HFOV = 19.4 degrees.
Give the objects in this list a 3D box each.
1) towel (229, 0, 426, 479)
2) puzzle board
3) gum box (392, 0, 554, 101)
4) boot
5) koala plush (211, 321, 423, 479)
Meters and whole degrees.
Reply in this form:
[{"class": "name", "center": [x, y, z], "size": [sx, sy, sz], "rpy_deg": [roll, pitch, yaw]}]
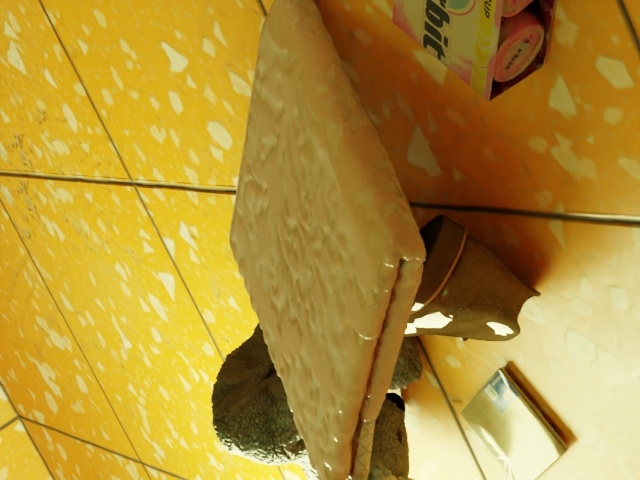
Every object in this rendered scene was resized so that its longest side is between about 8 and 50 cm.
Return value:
[{"class": "towel", "center": [0.000, 0.000, 1.619], "size": [0.317, 0.053, 0.332], "rpy_deg": [102, 154, -44]}, {"class": "puzzle board", "center": [0.182, 0.177, 1.751], "size": [0.096, 0.011, 0.128], "rpy_deg": [52, 155, 12]}, {"class": "gum box", "center": [0.114, -0.205, 1.338], "size": [0.107, 0.062, 0.188], "rpy_deg": [43, 153, 27]}, {"class": "boot", "center": [0.099, 0.060, 1.659], "size": [0.115, 0.112, 0.305], "rpy_deg": [28, 167, -9]}, {"class": "koala plush", "center": [0.014, 0.192, 1.894], "size": [0.196, 0.203, 0.221], "rpy_deg": [21, 150, 53]}]
